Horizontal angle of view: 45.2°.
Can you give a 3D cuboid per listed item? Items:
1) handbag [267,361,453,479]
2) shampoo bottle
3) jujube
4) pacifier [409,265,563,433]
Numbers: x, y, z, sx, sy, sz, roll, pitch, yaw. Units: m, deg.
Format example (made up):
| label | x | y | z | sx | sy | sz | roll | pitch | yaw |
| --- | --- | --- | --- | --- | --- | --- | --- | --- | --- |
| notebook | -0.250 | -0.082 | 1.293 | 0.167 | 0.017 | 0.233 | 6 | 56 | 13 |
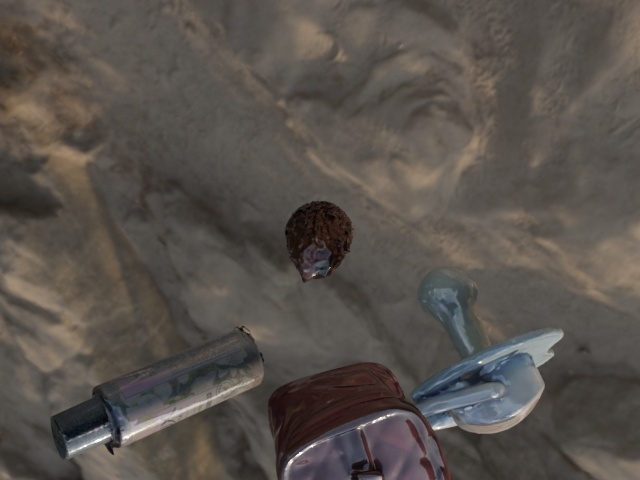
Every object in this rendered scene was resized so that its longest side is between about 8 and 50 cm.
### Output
| label | x | y | z | sx | sy | sz | roll | pitch | yaw |
| --- | --- | --- | --- | --- | --- | --- | --- | --- | --- |
| handbag | 0.039 | 0.230 | 0.691 | 0.135 | 0.146 | 0.225 | -132 | 26 | -75 |
| shampoo bottle | -0.160 | 0.155 | 0.771 | 0.072 | 0.214 | 0.072 | 31 | 131 | 45 |
| jujube | 0.001 | -0.004 | 1.068 | 0.104 | 0.104 | 0.166 | 43 | -172 | -16 |
| pacifier | 0.186 | 0.142 | 1.012 | 0.287 | 0.238 | 0.226 | 54 | -165 | -65 |
